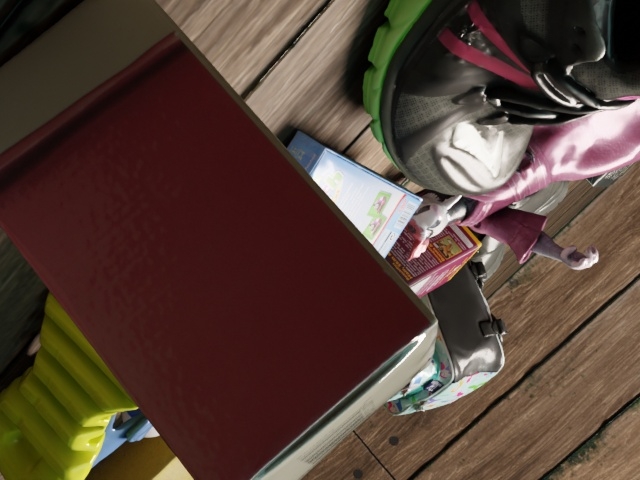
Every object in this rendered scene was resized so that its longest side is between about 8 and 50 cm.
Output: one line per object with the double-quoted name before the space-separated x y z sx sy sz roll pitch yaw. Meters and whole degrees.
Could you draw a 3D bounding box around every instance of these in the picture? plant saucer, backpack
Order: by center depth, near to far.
"plant saucer" -0.222 0.312 1.256 0.333 0.081 0.333 -45 165 9
"backpack" 0.141 0.149 1.450 0.191 0.225 0.253 -11 159 -20

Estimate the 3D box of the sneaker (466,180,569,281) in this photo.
"sneaker" 0.272 -0.040 1.509 0.286 0.109 0.130 -48 156 -1

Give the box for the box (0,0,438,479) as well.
"box" -0.062 0.008 0.491 0.127 0.232 0.148 -40 165 -5

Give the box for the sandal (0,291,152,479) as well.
"sandal" -0.149 0.085 0.745 0.317 0.126 0.138 -42 171 37

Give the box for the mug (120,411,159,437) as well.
"mug" -0.181 0.158 0.993 0.062 0.078 0.064 -6 148 -7

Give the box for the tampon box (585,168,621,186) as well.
"tampon box" 0.440 -0.161 1.507 0.101 0.120 0.161 -46 165 19

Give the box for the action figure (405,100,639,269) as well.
"action figure" 0.224 -0.115 1.106 0.370 0.248 0.275 -30 -151 5

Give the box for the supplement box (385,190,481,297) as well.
"supplement box" 0.103 0.017 1.192 0.188 0.104 0.081 -24 157 -48

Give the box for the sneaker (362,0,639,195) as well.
"sneaker" 0.168 -0.148 0.690 0.185 0.202 0.483 -35 164 -21

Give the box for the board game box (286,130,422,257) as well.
"board game box" 0.000 0.000 0.872 0.160 0.039 0.211 -57 152 7
